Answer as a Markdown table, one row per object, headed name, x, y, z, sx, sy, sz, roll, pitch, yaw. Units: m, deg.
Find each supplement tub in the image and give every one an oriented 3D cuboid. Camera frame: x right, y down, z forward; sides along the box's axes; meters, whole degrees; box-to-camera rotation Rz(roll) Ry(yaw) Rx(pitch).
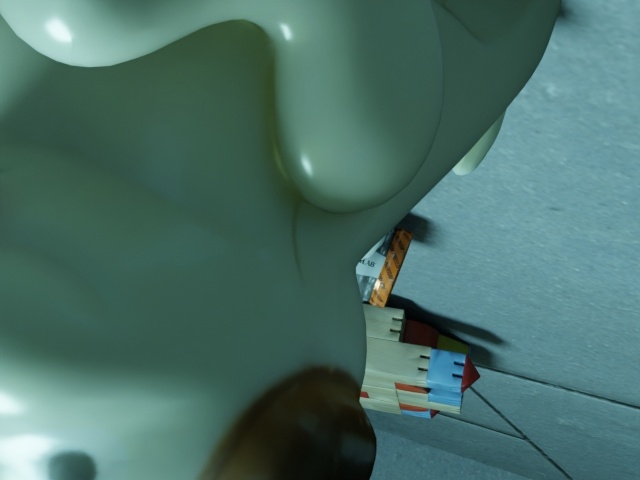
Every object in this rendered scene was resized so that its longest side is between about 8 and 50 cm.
| name | x | y | z | sx | sy | sz | roll | pitch | yaw |
| --- | --- | --- | --- | --- | --- | --- | --- | --- | --- |
| supplement tub | 0.000 | 0.000 | 1.129 | 0.190 | 0.117 | 0.117 | 21 | 164 | 7 |

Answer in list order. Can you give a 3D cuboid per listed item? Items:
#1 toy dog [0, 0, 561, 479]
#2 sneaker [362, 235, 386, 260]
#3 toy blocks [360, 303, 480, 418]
| name | x | y | z | sx | sy | sz | roll | pitch | yaw |
| --- | --- | --- | --- | --- | --- | --- | --- | --- | --- |
| toy dog | -0.051 | -0.060 | 0.482 | 0.285 | 0.407 | 0.395 | 16 | 162 | 24 |
| sneaker | -0.043 | -0.099 | 0.956 | 0.281 | 0.106 | 0.162 | 26 | 147 | -2 |
| toy blocks | 0.113 | 0.191 | 1.537 | 0.261 | 0.190 | 0.381 | 8 | 161 | 10 |
